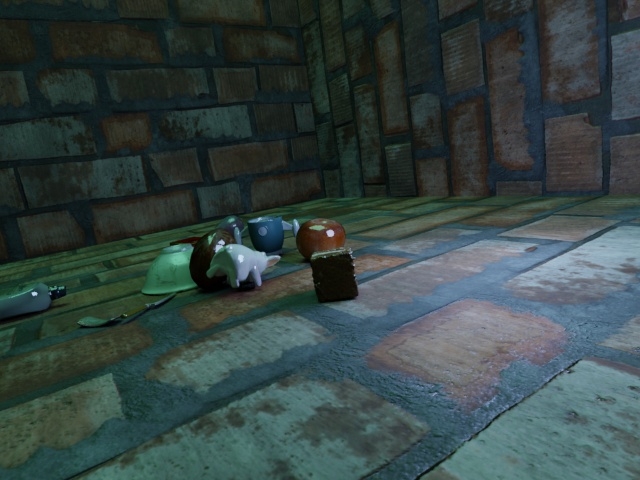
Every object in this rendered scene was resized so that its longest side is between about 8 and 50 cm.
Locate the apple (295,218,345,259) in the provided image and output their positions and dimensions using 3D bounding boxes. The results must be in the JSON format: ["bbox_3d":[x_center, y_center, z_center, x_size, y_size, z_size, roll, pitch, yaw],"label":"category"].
[{"bbox_3d":[0.000,0.000,1.671,0.200,0.162,0.201,3,13,-1],"label":"apple"}]

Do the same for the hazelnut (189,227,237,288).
[{"bbox_3d":[-0.371,0.063,1.486,0.180,0.181,0.212,-32,23,29],"label":"hazelnut"}]

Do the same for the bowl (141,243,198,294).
[{"bbox_3d":[-0.546,0.094,1.622,0.312,0.146,0.313,-7,10,1],"label":"bowl"}]

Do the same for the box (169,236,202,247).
[{"bbox_3d":[-0.703,0.028,2.287,0.153,0.074,0.239,-13,11,-43],"label":"box"}]

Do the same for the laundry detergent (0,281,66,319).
[{"bbox_3d":[-1.084,0.212,1.524,0.280,0.106,0.214,-15,10,-23],"label":"laundry detergent"}]

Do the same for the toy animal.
[{"bbox_3d":[-0.245,0.094,1.418,0.140,0.139,0.282,8,-6,28],"label":"toy animal"}]

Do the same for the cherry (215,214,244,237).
[{"bbox_3d":[-0.549,-0.076,2.542,0.176,0.140,0.176,-29,17,10],"label":"cherry"}]

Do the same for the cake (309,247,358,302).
[{"bbox_3d":[0.043,0.093,1.210,0.134,0.135,0.147,-8,6,8],"label":"cake"}]

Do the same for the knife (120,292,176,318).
[{"bbox_3d":[-0.543,0.208,1.342,0.046,0.022,0.256,-13,5,15],"label":"knife"}]

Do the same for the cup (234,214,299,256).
[{"bbox_3d":[-0.237,-0.014,1.864,0.299,0.173,0.167,-7,10,4],"label":"cup"}]

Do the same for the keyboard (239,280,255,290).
[{"bbox_3d":[-0.257,0.149,1.460,0.053,0.010,0.155,-10,11,-11],"label":"keyboard"}]

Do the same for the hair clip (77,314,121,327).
[{"bbox_3d":[-0.667,0.243,1.260,0.137,0.022,0.054,-6,10,14],"label":"hair clip"}]
